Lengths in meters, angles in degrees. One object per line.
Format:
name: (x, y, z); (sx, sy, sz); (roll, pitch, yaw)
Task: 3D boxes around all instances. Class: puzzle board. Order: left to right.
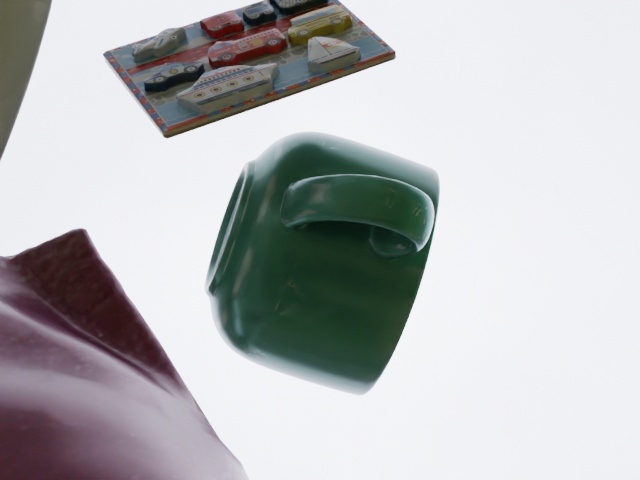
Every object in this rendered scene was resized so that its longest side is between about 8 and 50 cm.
puzzle board: (-0.038, -0.098, 0.788); (0.128, 0.096, 0.011); (-21, -53, -16)

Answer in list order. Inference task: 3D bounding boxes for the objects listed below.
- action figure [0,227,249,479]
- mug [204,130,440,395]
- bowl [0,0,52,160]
action figure: (-0.028, 0.121, 0.302); (0.370, 0.276, 0.248); (34, -98, 29)
mug: (-0.001, -0.002, 0.803); (0.097, 0.129, 0.157); (18, -53, -7)
bowl: (-0.220, -0.096, 0.837); (0.142, 0.053, 0.142); (14, -96, 42)
